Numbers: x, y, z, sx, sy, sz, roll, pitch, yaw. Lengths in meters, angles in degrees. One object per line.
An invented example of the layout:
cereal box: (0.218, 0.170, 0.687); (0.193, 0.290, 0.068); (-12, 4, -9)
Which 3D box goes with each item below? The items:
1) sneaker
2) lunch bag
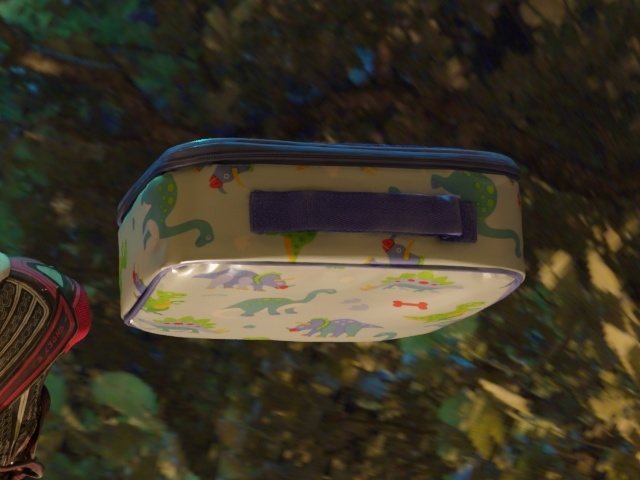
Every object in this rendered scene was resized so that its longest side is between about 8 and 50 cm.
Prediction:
sneaker: (-0.235, 0.144, 1.256); (0.299, 0.112, 0.121); (-66, -150, 26)
lunch bag: (0.000, 0.000, 1.129); (0.219, 0.176, 0.090); (1, -104, -15)
